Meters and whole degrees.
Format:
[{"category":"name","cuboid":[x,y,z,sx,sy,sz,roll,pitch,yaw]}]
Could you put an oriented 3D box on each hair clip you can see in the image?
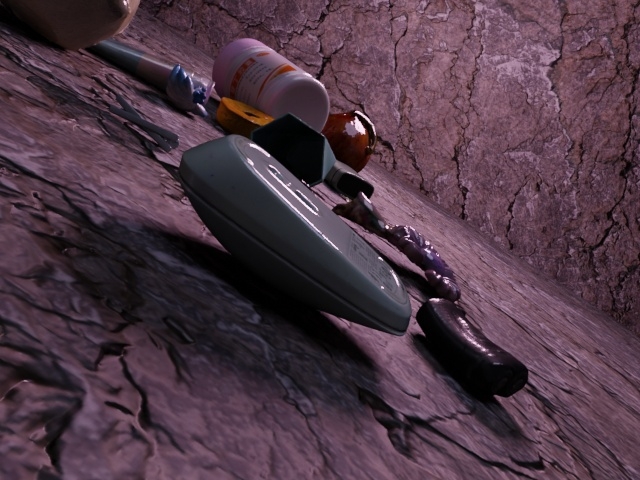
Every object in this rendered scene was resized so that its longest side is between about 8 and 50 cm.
[{"category":"hair clip","cuboid":[0.148,0.002,1.057,0.300,0.069,0.173,38,14,20]},{"category":"hair clip","cuboid":[-0.256,-0.168,0.823,0.115,0.030,0.039,36,-6,3]}]

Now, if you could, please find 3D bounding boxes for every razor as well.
[{"category":"razor","cuboid":[0.184,0.134,0.708,0.090,0.054,0.148,21,17,-42]}]

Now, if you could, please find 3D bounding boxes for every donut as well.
[{"category":"donut","cuboid":[-0.168,-0.270,1.287,0.152,0.058,0.152,27,20,-11]}]

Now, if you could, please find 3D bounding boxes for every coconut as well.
[{"category":"coconut","cuboid":[-0.443,-0.467,0.999,0.247,0.245,0.245,39,15,18]}]

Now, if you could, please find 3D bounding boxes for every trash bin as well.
[{"category":"trash bin","cuboid":[0.062,-0.159,1.448,0.116,0.059,0.130,25,15,-34]}]

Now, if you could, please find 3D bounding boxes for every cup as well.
[{"category":"cup","cuboid":[-0.037,-0.154,1.075,0.134,0.148,0.235,8,6,10]}]

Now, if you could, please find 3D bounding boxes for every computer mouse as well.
[{"category":"computer mouse","cuboid":[-0.030,0.005,0.590,0.288,0.097,0.159,43,11,-6]}]

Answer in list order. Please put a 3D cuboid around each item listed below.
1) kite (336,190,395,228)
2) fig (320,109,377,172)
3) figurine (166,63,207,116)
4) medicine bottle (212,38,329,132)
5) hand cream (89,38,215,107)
[{"category":"kite","cuboid":[0.162,-0.026,1.314,0.268,0.013,0.323,17,20,-50]},{"category":"fig","cuboid":[0.065,-0.276,1.591,0.205,0.205,0.205,31,14,-8]},{"category":"figurine","cuboid":[-0.275,-0.308,1.151,0.114,0.079,0.114,52,-4,6]},{"category":"medicine bottle","cuboid":[-0.140,-0.394,1.501,0.202,0.202,0.316,19,19,-46]},{"category":"hand cream","cuboid":[-0.383,-0.383,1.207,0.312,0.070,0.111,25,18,-17]}]
